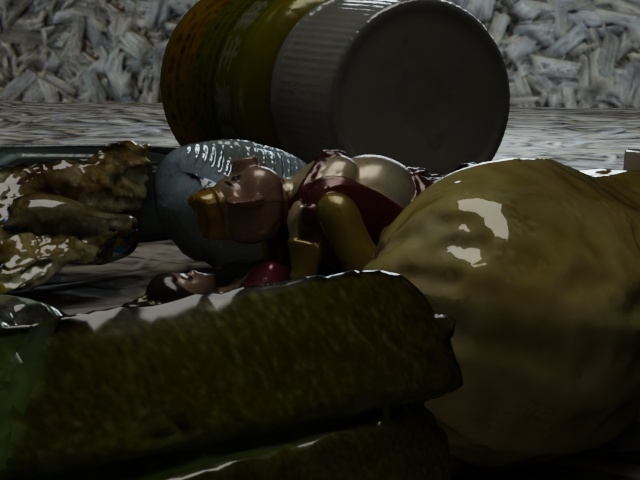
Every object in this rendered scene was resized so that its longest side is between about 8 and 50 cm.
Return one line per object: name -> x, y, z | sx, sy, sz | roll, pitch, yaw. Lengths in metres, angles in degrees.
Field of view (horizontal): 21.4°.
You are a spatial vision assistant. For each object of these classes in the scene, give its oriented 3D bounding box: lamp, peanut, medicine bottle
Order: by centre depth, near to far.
peanut -> 0.111, 0.025, 0.795 | 0.147, 0.147, 0.305 | 5, 8, 29
lamp -> 0.000, 0.000, 1.045 | 0.253, 0.118, 0.118 | 0, 8, -12
medicine bottle -> 0.007, -0.144, 1.645 | 0.224, 0.224, 0.384 | -4, 9, -26

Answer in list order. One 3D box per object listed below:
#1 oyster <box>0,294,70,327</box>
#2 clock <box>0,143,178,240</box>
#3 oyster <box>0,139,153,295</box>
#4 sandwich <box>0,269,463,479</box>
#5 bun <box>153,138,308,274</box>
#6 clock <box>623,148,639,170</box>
oyster -> -0.160, 0.068, 0.749 | 0.252, 0.087, 0.199 | 9, 1, -38
clock -> -0.232, -0.047, 1.523 | 0.312, 0.061, 0.312 | 0, 8, 0
oyster -> -0.233, -0.007, 1.161 | 0.214, 0.083, 0.223 | -8, 14, 10
sandwich -> -0.058, 0.078, 0.576 | 0.184, 0.109, 0.160 | -6, -9, -30
bun -> -0.058, -0.018, 1.233 | 0.141, 0.083, 0.141 | 16, 21, -6
clock -> 0.358, -0.049, 1.565 | 0.155, 0.063, 0.229 | 7, 8, 25
